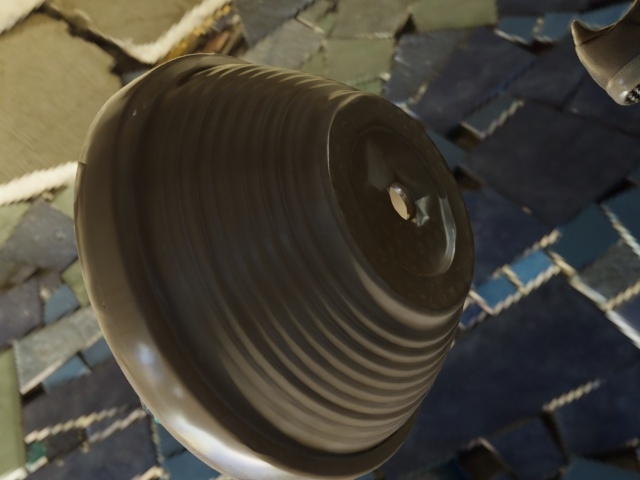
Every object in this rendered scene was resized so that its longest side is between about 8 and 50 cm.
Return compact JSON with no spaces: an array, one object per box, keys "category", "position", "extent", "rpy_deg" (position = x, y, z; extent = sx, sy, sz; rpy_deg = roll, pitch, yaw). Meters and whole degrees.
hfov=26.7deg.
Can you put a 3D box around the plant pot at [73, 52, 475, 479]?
[{"category":"plant pot","position":[0.000,0.000,0.682],"extent":[0.110,0.237,0.237],"rpy_deg":[-27,146,35]}]

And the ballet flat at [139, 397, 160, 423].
[{"category":"ballet flat","position":[-0.056,0.100,1.038],"extent":[0.203,0.074,0.074],"rpy_deg":[5,113,-42]}]

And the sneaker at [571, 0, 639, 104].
[{"category":"sneaker","position":[0.250,-0.175,0.889],"extent":[0.188,0.071,0.066],"rpy_deg":[-40,162,8]}]
